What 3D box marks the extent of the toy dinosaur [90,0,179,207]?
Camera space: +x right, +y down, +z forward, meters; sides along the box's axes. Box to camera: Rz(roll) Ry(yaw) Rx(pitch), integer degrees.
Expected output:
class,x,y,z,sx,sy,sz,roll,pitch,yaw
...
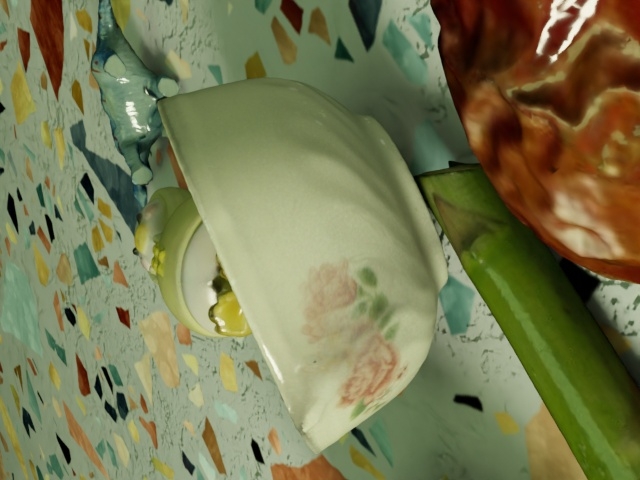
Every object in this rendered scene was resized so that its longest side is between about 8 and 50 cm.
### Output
class,x,y,z,sx,sy,sz,roll,pitch,yaw
toy dinosaur,-0.200,-0.151,1.133,0.144,0.076,0.329,45,150,50

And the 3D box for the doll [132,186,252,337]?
class,x,y,z,sx,sy,sz,roll,pitch,yaw
doll,-0.127,0.013,1.043,0.296,0.117,0.141,18,109,54

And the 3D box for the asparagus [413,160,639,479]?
class,x,y,z,sx,sy,sz,roll,pitch,yaw
asparagus,0.144,0.052,0.671,0.060,0.067,0.278,-36,69,18

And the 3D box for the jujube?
class,x,y,z,sx,sy,sz,roll,pitch,yaw
jujube,0.149,-0.137,0.391,0.216,0.216,0.342,30,143,50

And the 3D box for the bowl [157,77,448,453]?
class,x,y,z,sx,sy,sz,roll,pitch,yaw
bowl,0.000,0.000,0.759,0.277,0.145,0.277,155,90,-85
